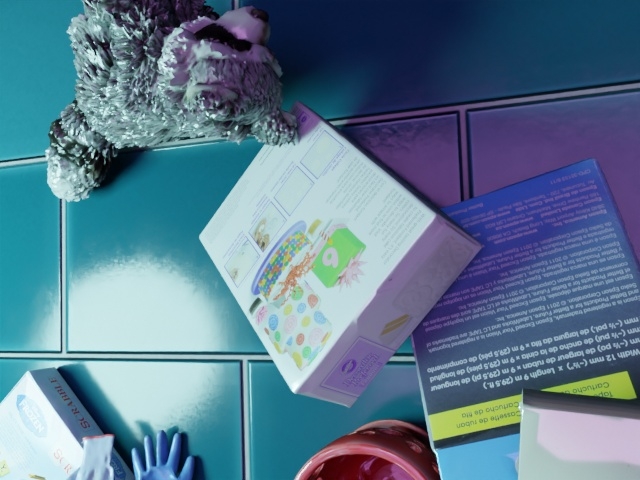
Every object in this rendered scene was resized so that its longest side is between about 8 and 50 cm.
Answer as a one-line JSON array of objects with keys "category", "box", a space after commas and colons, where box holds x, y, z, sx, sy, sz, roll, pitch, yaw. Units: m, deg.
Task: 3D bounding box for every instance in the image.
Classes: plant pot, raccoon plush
[{"category": "plant pot", "box": [0.076, 0.320, 0.775, 0.191, 0.174, 0.191, -2, 86, 20]}, {"category": "raccoon plush", "box": [-0.208, -0.145, 0.895, 0.299, 0.216, 0.446, 54, 133, 27]}]

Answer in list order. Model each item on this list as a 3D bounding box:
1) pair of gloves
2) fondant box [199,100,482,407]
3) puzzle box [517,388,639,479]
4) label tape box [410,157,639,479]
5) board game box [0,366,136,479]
[{"category": "pair of gloves", "box": [-0.285, 0.359, 0.932, 0.198, 0.023, 0.159, 1, 62, -7]}, {"category": "fondant box", "box": [0.000, 0.000, 0.786, 0.238, 0.096, 0.330, -53, 40, 10]}, {"category": "puzzle box", "box": [0.298, 0.340, 0.537, 0.272, 0.052, 0.408, 3, 97, 16]}, {"category": "label tape box", "box": [0.234, 0.110, 0.700, 0.249, 0.115, 0.347, -18, 59, 18]}, {"category": "board game box", "box": [-0.450, 0.427, 1.020, 0.318, 0.066, 0.318, -47, 73, 12]}]
